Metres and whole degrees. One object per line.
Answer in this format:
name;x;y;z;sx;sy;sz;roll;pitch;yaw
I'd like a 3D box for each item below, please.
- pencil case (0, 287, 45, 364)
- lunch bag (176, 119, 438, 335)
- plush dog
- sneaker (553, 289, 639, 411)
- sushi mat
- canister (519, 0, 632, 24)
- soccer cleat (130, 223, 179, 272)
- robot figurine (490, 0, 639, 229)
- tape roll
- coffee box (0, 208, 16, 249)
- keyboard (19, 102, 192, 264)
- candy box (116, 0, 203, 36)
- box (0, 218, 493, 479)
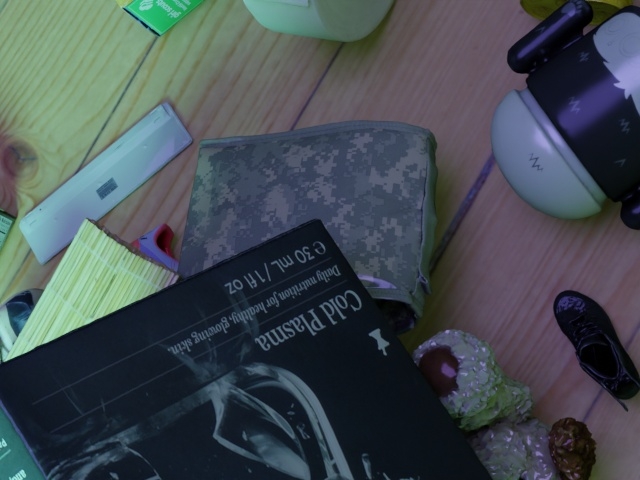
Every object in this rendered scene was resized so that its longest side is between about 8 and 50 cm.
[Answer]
pencil case;-0.258;0.233;1.983;0.410;0.183;0.160;43;105;27
lunch bag;0.000;0.000;1.928;0.287;0.169;0.235;-6;57;22
plush dog;0.175;0.222;1.824;0.225;0.210;0.262;49;126;13
sneaker;0.297;0.114;1.828;0.051;0.089;0.170;-37;64;10
sushi mat;-0.286;0.141;1.906;0.151;0.019;0.316;32;94;27
canister;0.309;-0.341;1.970;0.126;0.073;0.170;8;77;25
soccer cleat;-0.154;0.081;2.045;0.095;0.083;0.248;-45;60;0
robot figurine;0.319;-0.142;1.854;0.278;0.173;0.209;-36;40;10
tape roll;0.007;-0.376;1.994;0.100;0.286;0.286;12;80;26
coffee box;-0.518;0.045;2.202;0.141;0.098;0.246;22;84;27
keyboard;-0.277;-0.073;2.182;0.256;0.014;0.072;-39;68;9
candy box;-0.172;-0.465;2.191;0.317;0.122;0.268;-39;64;10
box;-0.092;0.297;1.601;0.297;0.480;0.472;-38;83;40
